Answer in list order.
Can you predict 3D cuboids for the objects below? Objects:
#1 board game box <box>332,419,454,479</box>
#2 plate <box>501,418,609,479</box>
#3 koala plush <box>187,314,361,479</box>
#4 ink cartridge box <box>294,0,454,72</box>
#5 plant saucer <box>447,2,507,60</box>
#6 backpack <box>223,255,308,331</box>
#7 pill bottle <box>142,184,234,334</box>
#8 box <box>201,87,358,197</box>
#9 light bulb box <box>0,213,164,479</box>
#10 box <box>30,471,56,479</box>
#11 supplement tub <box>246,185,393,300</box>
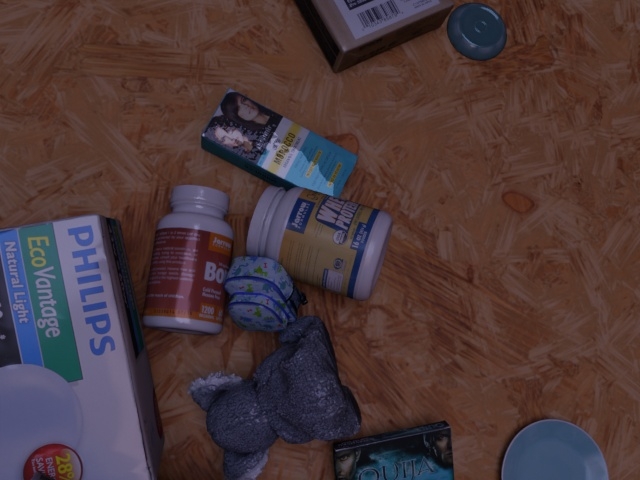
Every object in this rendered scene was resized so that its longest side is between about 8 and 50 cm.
[{"bbox_3d":[0.115,0.356,1.009,0.186,0.026,0.126,-9,102,-11],"label":"board game box"},{"bbox_3d":[0.380,0.388,1.070,0.188,0.024,0.188,2,78,-10],"label":"plate"},{"bbox_3d":[-0.071,0.239,0.954,0.221,0.203,0.196,-22,89,2],"label":"koala plush"},{"bbox_3d":[0.087,-0.437,1.166,0.234,0.088,0.193,-28,85,-13],"label":"ink cartridge box"},{"bbox_3d":[0.297,-0.397,1.225,0.119,0.021,0.119,2,77,-9],"label":"plant saucer"},{"bbox_3d":[-0.090,0.081,0.975,0.105,0.114,0.084,-1,47,23],"label":"backpack"},{"bbox_3d":[-0.197,0.031,1.001,0.121,0.121,0.216,7,78,-8],"label":"pill bottle"},{"bbox_3d":[-0.068,-0.148,1.092,0.244,0.060,0.101,27,75,-3],"label":"box"},{"bbox_3d":[-0.419,0.169,0.854,0.360,0.225,0.358,-12,92,-11],"label":"light bulb box"},{"bbox_3d":[-0.318,0.376,0.700,0.114,0.103,0.203,32,78,-10],"label":"box"},{"bbox_3d":[0.000,0.000,1.017,0.199,0.144,0.144,17,75,9],"label":"supplement tub"}]
